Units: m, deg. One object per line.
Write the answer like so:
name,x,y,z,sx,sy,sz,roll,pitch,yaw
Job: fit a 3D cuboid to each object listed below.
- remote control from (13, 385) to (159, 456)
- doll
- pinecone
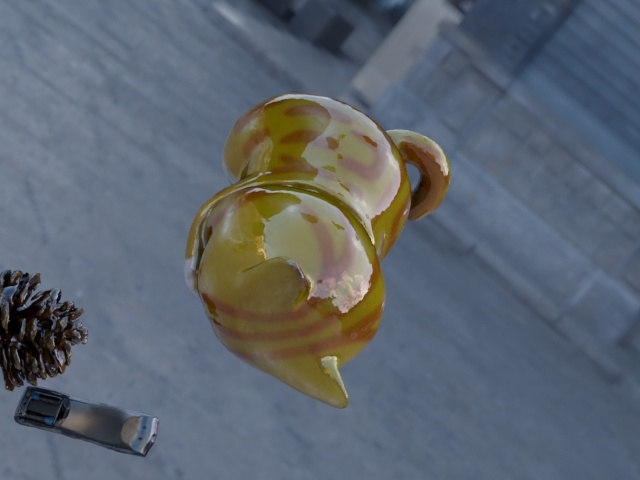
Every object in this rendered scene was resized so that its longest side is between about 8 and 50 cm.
remote control,-0.300,0.229,2.105,0.212,0.059,0.028,9,-25,28
doll,-0.013,-0.002,1.300,0.166,0.162,0.269,60,32,-29
pinecone,-0.383,0.116,2.111,0.173,0.173,0.173,37,12,-9
